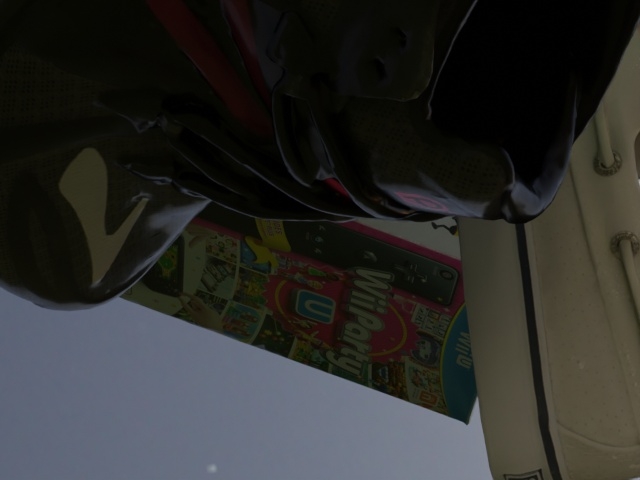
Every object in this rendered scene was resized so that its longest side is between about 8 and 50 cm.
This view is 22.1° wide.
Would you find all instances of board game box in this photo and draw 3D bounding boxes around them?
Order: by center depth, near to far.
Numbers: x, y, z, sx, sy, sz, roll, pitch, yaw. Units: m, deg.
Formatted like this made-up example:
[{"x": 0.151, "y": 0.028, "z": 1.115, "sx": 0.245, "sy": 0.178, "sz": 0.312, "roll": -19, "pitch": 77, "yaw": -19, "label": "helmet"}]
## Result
[{"x": 0.000, "y": 0.000, "z": 1.226, "sx": 0.303, "sy": 0.097, "sz": 0.224, "roll": 19, "pitch": -33, "yaw": 7, "label": "board game box"}]

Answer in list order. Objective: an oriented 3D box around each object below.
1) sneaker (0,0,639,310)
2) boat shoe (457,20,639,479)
[{"x": -0.004, "y": -0.074, "z": 0.659, "sx": 0.185, "sy": 0.202, "sz": 0.483, "roll": -15, "pitch": -15, "yaw": -46, "label": "sneaker"}, {"x": 0.142, "y": -0.065, "z": 0.808, "sx": 0.156, "sy": 0.367, "sz": 0.136, "roll": -7, "pitch": -13, "yaw": 10, "label": "boat shoe"}]
